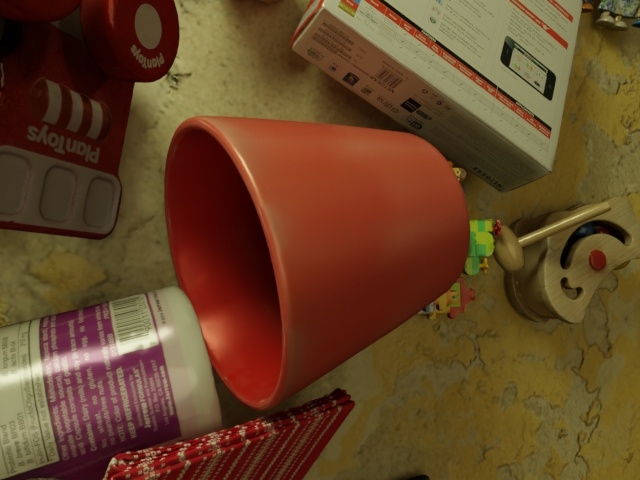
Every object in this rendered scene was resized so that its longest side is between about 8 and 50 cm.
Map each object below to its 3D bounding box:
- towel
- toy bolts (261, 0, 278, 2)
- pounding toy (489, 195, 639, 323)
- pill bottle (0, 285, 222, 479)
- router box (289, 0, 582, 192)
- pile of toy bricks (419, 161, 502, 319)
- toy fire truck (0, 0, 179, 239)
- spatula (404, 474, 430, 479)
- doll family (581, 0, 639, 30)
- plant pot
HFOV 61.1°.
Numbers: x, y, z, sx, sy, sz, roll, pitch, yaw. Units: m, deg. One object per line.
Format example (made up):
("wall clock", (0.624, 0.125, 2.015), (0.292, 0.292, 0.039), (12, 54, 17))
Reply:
("towel", (-0.099, 0.237, 0.518), (0.274, 0.031, 0.199), (0, 127, -47))
("toy bolts", (-0.100, -0.401, 0.612), (0.218, 0.158, 0.229), (25, 89, 21))
("pounding toy", (0.359, 0.030, 0.741), (0.269, 0.155, 0.154), (-13, 89, -21))
("pill bottle", (-0.254, 0.156, 0.488), (0.301, 0.169, 0.170), (-13, 93, -21))
("router box", (0.167, -0.272, 0.677), (0.335, 0.082, 0.301), (30, 64, -18))
("pile of toy bricks", (0.174, -0.004, 0.682), (0.104, 0.118, 0.213), (-1, 90, -2))
("toy fire truck", (-0.258, -0.130, 0.440), (0.169, 0.302, 0.254), (8, 89, 17))
("spatula", (0.014, 0.333, 0.654), (0.296, 0.030, 0.084), (-3, 121, -26))
("doll family", (0.428, -0.422, 0.813), (0.262, 0.118, 0.163), (12, 101, -16))
("plant pot", (0.000, 0.000, 0.561), (0.243, 0.274, 0.275), (-15, 94, -31))
